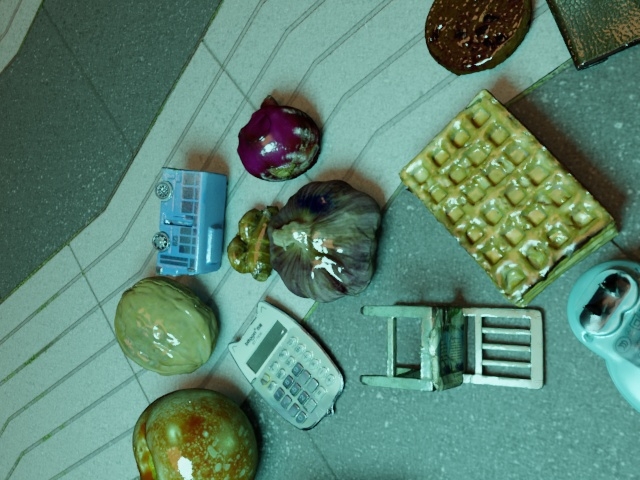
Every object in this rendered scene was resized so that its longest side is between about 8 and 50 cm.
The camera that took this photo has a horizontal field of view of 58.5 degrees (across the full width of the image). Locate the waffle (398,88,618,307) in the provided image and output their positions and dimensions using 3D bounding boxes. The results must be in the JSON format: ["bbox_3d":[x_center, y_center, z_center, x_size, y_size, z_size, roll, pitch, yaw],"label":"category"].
[{"bbox_3d":[0.300,-0.067,0.941,0.213,0.091,0.308,-45,64,20],"label":"waffle"}]

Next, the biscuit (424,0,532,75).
[{"bbox_3d":[0.276,-0.386,1.009,0.192,0.049,0.192,-2,87,37],"label":"biscuit"}]

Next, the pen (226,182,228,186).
[{"bbox_3d":[-0.271,-0.052,1.313,0.025,0.025,0.204,41,107,27],"label":"pen"}]

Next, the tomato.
[{"bbox_3d":[-0.241,0.424,1.140,0.270,0.222,0.270,7,98,55],"label":"tomato"}]

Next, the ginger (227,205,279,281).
[{"bbox_3d":[-0.139,0.001,1.206,0.103,0.073,0.162,11,85,17],"label":"ginger"}]

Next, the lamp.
[{"bbox_3d":[0.480,0.137,0.781,0.284,0.147,0.209,34,101,20],"label":"lamp"}]

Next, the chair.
[{"bbox_3d":[0.212,0.175,0.939,0.270,0.147,0.136,-1,84,32],"label":"chair"}]

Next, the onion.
[{"bbox_3d":[-0.102,-0.222,1.165,0.173,0.135,0.198,-31,69,21],"label":"onion"}]

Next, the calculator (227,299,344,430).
[{"bbox_3d":[-0.066,0.256,1.156,0.268,0.040,0.177,44,108,25],"label":"calculator"}]

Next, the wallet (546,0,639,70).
[{"bbox_3d":[0.434,-0.407,0.924,0.132,0.039,0.243,-23,74,20],"label":"wallet"}]

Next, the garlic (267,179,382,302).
[{"bbox_3d":[0.000,0.000,1.070,0.245,0.160,0.245,-3,84,29],"label":"garlic"}]

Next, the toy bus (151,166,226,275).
[{"bbox_3d":[-0.279,-0.036,1.242,0.133,0.116,0.234,6,94,17],"label":"toy bus"}]

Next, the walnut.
[{"bbox_3d":[-0.332,0.185,1.231,0.245,0.198,0.198,37,105,9],"label":"walnut"}]
